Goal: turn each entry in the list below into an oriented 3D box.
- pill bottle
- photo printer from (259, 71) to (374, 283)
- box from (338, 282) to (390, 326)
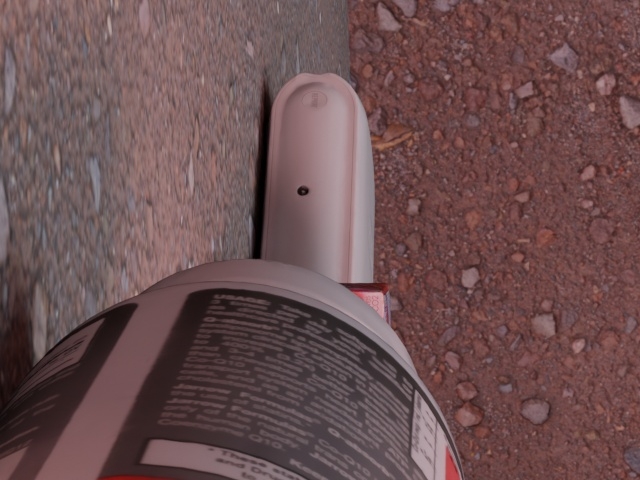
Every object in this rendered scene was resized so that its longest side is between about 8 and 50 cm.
[{"bbox_3d":[-0.045,0.135,0.723,0.363,0.210,0.210,-72,161,-74],"label":"pill bottle"},{"bbox_3d":[0.000,0.000,1.913,0.256,0.107,0.307,82,9,-56],"label":"photo printer"},{"bbox_3d":[-0.012,0.184,1.523,0.154,0.142,0.299,-25,114,-85],"label":"box"}]
